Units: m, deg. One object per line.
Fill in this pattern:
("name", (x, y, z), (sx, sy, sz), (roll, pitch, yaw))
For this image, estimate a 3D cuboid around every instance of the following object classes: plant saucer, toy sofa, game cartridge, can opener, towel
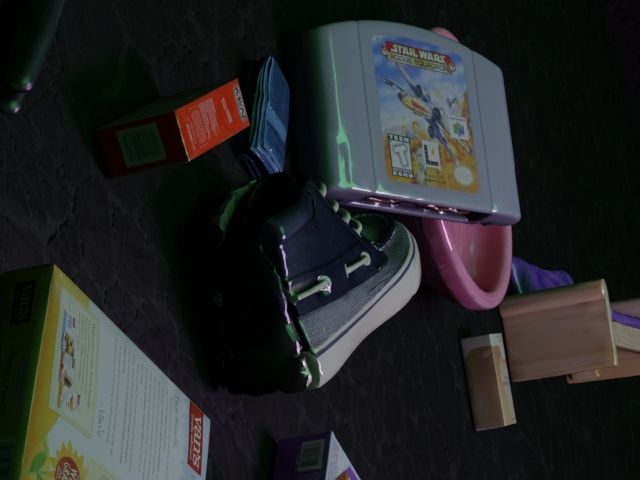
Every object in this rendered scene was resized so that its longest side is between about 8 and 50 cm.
("plant saucer", (0.137, -0.078, 2.020), (0.332, 0.084, 0.332), (-11, 90, -71))
("toy sofa", (0.369, 0.107, 2.453), (0.362, 0.150, 0.177), (15, 67, -68))
("game cartridge", (0.092, -0.125, 1.806), (0.297, 0.062, 0.198), (7, 75, -43))
("can opener", (-0.199, -0.162, 1.221), (0.059, 0.073, 0.186), (118, -18, -54))
("towel", (-0.050, -0.110, 1.612), (0.067, 0.029, 0.119), (57, 29, -47))

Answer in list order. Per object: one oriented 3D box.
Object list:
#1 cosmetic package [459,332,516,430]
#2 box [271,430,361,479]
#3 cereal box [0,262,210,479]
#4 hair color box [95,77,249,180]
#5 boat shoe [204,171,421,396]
("cosmetic package", (0.206, 0.173, 2.134), (0.060, 0.041, 0.115), (2, 78, -70))
("box", (0.005, 0.339, 1.483), (0.293, 0.057, 0.201), (-80, 151, -44))
("cereal box", (-0.150, 0.149, 1.180), (0.240, 0.047, 0.173), (54, 31, -50))
("hair color box", (-0.114, -0.089, 1.367), (0.141, 0.072, 0.043), (-42, 119, -66))
("boat shoe", (0.000, 0.000, 1.539), (0.340, 0.127, 0.158), (-51, 135, -64))
